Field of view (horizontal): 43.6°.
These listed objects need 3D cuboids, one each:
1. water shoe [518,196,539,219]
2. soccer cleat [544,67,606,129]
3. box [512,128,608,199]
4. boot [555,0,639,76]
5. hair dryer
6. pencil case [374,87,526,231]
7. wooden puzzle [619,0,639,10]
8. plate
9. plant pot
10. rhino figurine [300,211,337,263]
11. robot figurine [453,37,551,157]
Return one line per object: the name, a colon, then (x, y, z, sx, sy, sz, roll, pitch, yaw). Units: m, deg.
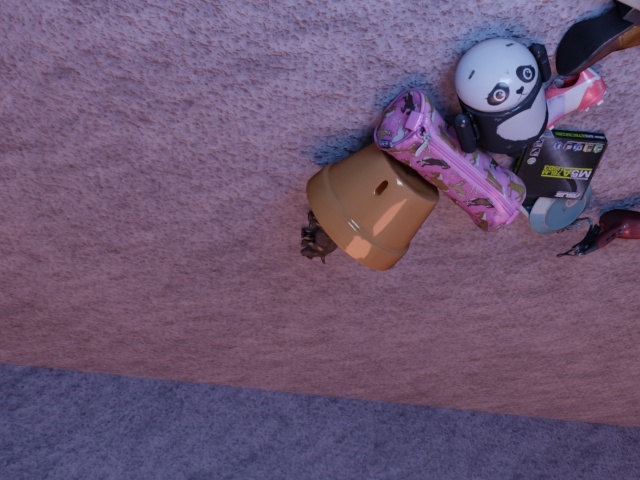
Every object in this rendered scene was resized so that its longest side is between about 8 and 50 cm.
water shoe: (0.555, -0.102, 2.062, 0.080, 0.073, 0.203, -30, 139, 35)
soccer cleat: (0.503, -0.298, 1.747, 0.095, 0.083, 0.248, 48, 136, -15)
box: (0.566, -0.181, 1.920, 0.191, 0.045, 0.184, 4, 132, -8)
boot: (0.646, -0.396, 1.594, 0.280, 0.096, 0.264, 8, 141, -28)
hair dryer: (0.764, -0.009, 2.094, 0.293, 0.223, 0.080, -14, 115, 17)
pencil case: (0.296, -0.174, 1.792, 0.386, 0.167, 0.160, 35, 140, -30)
wooden puzzle: (0.557, -0.487, 1.283, 0.348, 0.080, 0.322, 27, 151, 13)
plate: (0.625, -0.084, 2.060, 0.188, 0.024, 0.188, -15, 134, -16)
plant pot: (0.139, -0.104, 1.884, 0.291, 0.291, 0.203, 25, 124, -36)
rhino figurine: (0.000, 0.000, 2.223, 0.106, 0.073, 0.243, 9, 149, -9)
robot figurine: (0.377, -0.288, 1.649, 0.174, 0.209, 0.278, 0, 152, 24)
